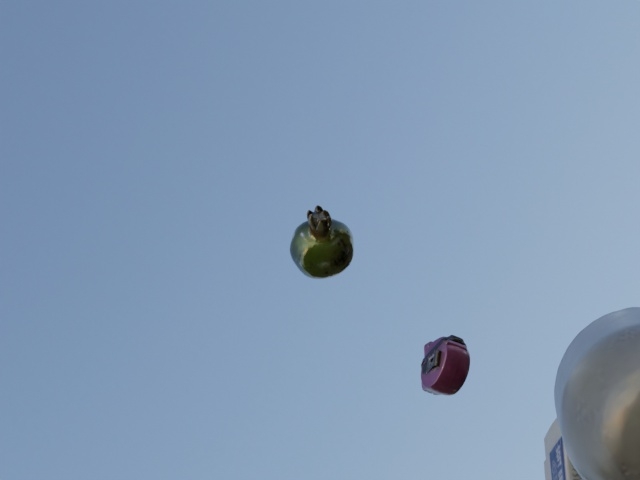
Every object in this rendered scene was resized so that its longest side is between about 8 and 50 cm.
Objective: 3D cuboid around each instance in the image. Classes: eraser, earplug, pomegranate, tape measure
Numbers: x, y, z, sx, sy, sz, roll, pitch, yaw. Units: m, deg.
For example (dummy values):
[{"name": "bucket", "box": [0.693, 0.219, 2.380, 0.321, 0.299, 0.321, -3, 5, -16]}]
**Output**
[{"name": "eraser", "box": [0.475, 0.467, 1.846, 0.081, 0.279, 0.124, 7, -39, -2]}, {"name": "earplug", "box": [0.520, 0.271, 1.559, 0.313, 0.312, 0.394, -53, -12, 9]}, {"name": "pomegranate", "box": [0.000, 0.000, 1.709, 0.114, 0.114, 0.142, -31, -37, -18]}, {"name": "tape measure", "box": [0.248, 0.256, 2.024, 0.074, 0.118, 0.125, 20, -32, -15]}]
